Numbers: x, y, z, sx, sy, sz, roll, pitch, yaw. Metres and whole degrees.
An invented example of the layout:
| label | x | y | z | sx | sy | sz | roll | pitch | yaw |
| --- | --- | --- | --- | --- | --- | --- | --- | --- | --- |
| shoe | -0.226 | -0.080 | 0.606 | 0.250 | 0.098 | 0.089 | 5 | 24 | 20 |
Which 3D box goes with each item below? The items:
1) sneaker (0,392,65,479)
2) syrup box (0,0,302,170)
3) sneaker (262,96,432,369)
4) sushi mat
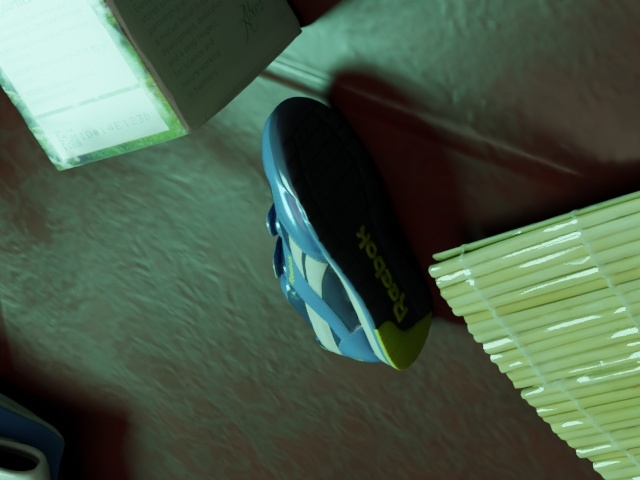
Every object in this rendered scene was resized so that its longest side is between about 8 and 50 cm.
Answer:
| label | x | y | z | sx | sy | sz | roll | pitch | yaw |
| --- | --- | --- | --- | --- | --- | --- | --- | --- | --- |
| sneaker | -0.199 | 0.222 | 1.090 | 0.323 | 0.130 | 0.236 | 48 | 146 | 2 |
| syrup box | -0.118 | -0.155 | 0.701 | 0.093 | 0.096 | 0.237 | -12 | 117 | 43 |
| sneaker | 0.000 | 0.000 | 0.781 | 0.059 | 0.053 | 0.144 | 3 | 126 | 41 |
| sushi mat | 0.191 | 0.028 | 0.661 | 0.151 | 0.019 | 0.316 | 49 | 142 | -18 |
